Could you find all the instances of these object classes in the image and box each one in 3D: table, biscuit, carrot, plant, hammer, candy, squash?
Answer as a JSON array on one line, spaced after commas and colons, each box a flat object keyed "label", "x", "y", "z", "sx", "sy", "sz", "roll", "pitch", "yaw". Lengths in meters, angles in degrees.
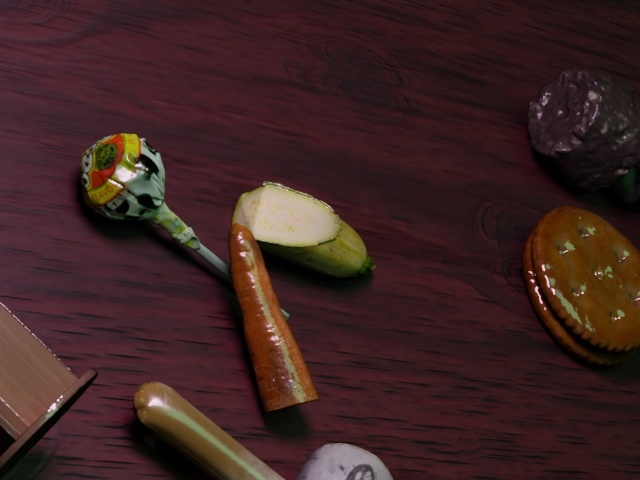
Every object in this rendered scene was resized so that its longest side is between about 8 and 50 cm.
[{"label": "table", "x": -0.339, "y": 0.102, "z": 1.636, "sx": 0.227, "sy": 0.167, "sz": 0.167, "roll": 44, "pitch": 42, "yaw": 1}, {"label": "biscuit", "x": 0.352, "y": 0.058, "z": 2.360, "sx": 0.220, "sy": 0.066, "sz": 0.220, "roll": 22, "pitch": 49, "yaw": -28}, {"label": "carrot", "x": -0.062, "y": 0.080, "z": 1.937, "sx": 0.061, "sy": 0.061, "sz": 0.209, "roll": -14, "pitch": 84, "yaw": -47}, {"label": "plant", "x": 0.417, "y": -0.128, "z": 2.478, "sx": 0.274, "sy": 0.149, "sz": 0.146, "roll": 30, "pitch": 48, "yaw": -30}, {"label": "hammer", "x": -0.068, "y": 0.246, "z": 1.824, "sx": 0.305, "sy": 0.113, "sz": 0.202, "roll": 37, "pitch": 42, "yaw": -12}, {"label": "candy", "x": -0.137, "y": -0.006, "z": 1.949, "sx": 0.305, "sy": 0.083, "sz": 0.091, "roll": 40, "pitch": 73, "yaw": -27}, {"label": "squash", "x": 0.001, "y": -0.002, "z": 2.063, "sx": 0.200, "sy": 0.075, "sz": 0.090, "roll": 23, "pitch": 25, "yaw": -33}]
